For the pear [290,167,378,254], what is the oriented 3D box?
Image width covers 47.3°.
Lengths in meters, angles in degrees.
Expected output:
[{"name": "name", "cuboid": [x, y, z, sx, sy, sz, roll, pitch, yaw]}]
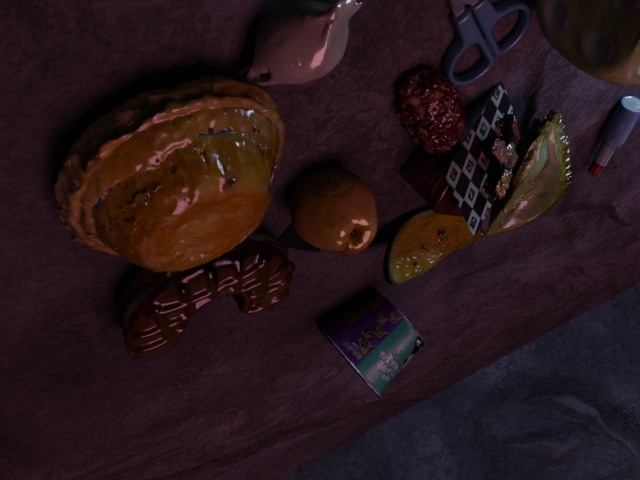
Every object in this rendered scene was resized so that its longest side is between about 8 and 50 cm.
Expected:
[{"name": "pear", "cuboid": [0.030, -0.050, 1.410, 0.178, 0.178, 0.178, -25, 150, -16]}]

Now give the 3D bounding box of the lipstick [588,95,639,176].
[{"name": "lipstick", "cuboid": [0.781, -0.267, 1.964, 0.068, 0.061, 0.274, -25, 150, -21]}]

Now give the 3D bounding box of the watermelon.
[{"name": "watermelon", "cuboid": [0.252, 0.006, 1.762, 0.301, 0.129, 0.123, -29, 153, -26]}]

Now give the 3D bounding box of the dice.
[{"name": "dice", "cuboid": [0.547, -0.438, 1.266, 0.255, 0.252, 0.249, -20, 149, -28]}]

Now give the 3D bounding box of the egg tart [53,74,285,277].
[{"name": "egg tart", "cuboid": [-0.208, -0.074, 1.120, 0.388, 0.169, 0.387, -26, 155, -13]}]

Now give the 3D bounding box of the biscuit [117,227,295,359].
[{"name": "biscuit", "cuboid": [-0.217, 0.088, 1.418, 0.366, 0.115, 0.268, -23, 151, -22]}]

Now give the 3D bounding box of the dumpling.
[{"name": "dumpling", "cuboid": [-0.022, -0.291, 1.065, 0.155, 0.181, 0.111, -37, 125, -51]}]

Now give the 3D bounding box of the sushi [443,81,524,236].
[{"name": "sushi", "cuboid": [0.363, -0.167, 1.501, 0.279, 0.043, 0.192, -56, 134, -25]}]

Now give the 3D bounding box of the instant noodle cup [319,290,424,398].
[{"name": "instant noodle cup", "cuboid": [0.146, 0.268, 1.957, 0.190, 0.251, 0.251, -41, 152, -5]}]

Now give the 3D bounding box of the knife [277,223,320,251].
[{"name": "knife", "cuboid": [0.000, 0.000, 1.615, 0.245, 0.019, 0.072, 9, 134, -48]}]

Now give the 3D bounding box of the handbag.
[{"name": "handbag", "cuboid": [0.296, -0.136, 1.588, 0.225, 0.135, 0.146, 8, 125, -48]}]

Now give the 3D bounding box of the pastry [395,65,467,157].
[{"name": "pastry", "cuboid": [0.212, -0.241, 1.387, 0.115, 0.097, 0.208, -43, 150, -5]}]

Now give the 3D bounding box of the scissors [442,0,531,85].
[{"name": "scissors", "cuboid": [0.237, -0.407, 1.221, 0.193, 0.029, 0.447, -41, 151, 11]}]

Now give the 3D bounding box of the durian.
[{"name": "durian", "cuboid": [0.468, -0.163, 1.694, 0.198, 0.163, 0.394, -21, 152, -20]}]
